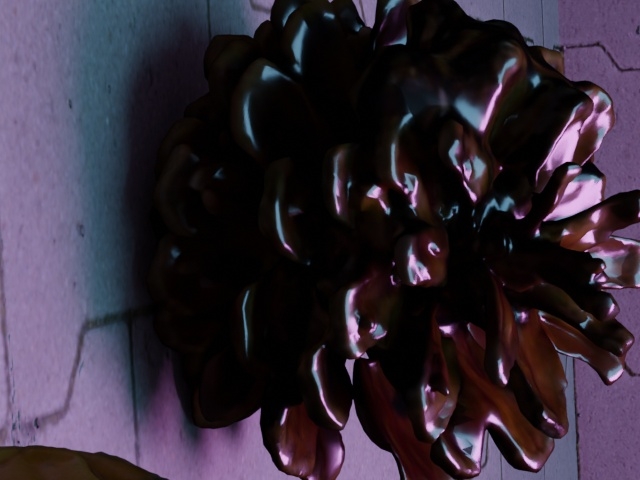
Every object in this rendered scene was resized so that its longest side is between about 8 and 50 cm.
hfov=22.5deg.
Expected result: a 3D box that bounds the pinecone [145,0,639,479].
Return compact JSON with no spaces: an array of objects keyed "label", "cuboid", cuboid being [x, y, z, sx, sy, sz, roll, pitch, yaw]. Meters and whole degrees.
[{"label":"pinecone","cuboid":[0.066,0.014,1.205,0.397,0.397,0.398,-2,90,-73]}]

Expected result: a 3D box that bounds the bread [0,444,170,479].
[{"label":"bread","cuboid":[-0.169,0.195,0.582,0.288,0.204,0.156,-17,115,-36]}]
